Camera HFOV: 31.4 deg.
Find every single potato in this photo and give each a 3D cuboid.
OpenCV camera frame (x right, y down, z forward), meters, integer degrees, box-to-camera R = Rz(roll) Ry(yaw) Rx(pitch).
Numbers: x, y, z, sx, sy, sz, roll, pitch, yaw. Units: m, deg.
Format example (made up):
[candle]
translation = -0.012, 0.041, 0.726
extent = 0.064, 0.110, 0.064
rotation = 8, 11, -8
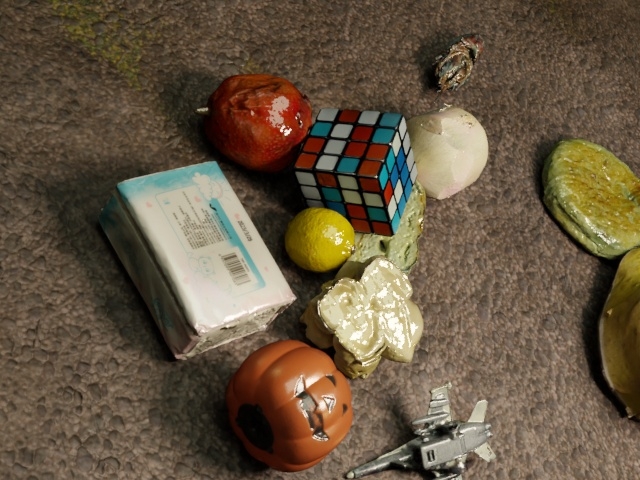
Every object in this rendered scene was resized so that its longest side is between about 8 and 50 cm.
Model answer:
[potato]
translation = 0.706, 0.154, 2.059
extent = 0.290, 0.296, 0.397
rotation = 47, 54, -11

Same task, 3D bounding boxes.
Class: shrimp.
[shrimp]
translation = 0.268, -0.342, 2.292
extent = 0.233, 0.079, 0.090
rotation = -59, 136, -38

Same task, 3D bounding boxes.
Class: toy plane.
[toy plane]
translation = 0.164, 0.333, 1.778
extent = 0.262, 0.088, 0.192
rotation = -15, 96, -33

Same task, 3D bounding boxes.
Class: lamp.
[lamp]
translation = -0.039, 0.235, 1.655
extent = 0.164, 0.187, 0.188
rotation = -31, 79, -41

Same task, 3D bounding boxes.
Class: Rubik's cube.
[Rubik's cube]
translation = 0.061, -0.115, 1.912
extent = 0.155, 0.154, 0.151
rotation = 7, 52, 22

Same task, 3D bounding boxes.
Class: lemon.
[lemon]
translation = 0.000, 0.000, 1.875
extent = 0.133, 0.109, 0.109
rotation = 21, 42, 26

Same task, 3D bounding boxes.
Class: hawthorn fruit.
[hawthorn fruit]
translation = -0.101, -0.206, 1.925
extent = 0.179, 0.173, 0.173
rotation = 41, 48, 8

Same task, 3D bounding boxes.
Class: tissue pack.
[tissue pack]
translation = -0.191, 0.026, 1.741
extent = 0.201, 0.124, 0.271
rotation = -19, 71, -37

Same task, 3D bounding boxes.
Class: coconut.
[coconut]
translation = 0.213, -0.160, 2.072
extent = 0.171, 0.171, 0.183
rotation = 53, 38, 9

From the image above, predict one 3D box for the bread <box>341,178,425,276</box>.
[bread]
translation = 0.115, -0.017, 1.973
extent = 0.128, 0.088, 0.232
rotation = 7, 53, 9

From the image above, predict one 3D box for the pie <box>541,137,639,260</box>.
[pie]
translation = 0.561, -0.084, 2.302
extent = 0.277, 0.078, 0.277
rotation = 15, 50, -18

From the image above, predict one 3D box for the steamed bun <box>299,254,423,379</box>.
[steamed bun]
translation = 0.070, 0.131, 1.844
extent = 0.177, 0.106, 0.192
rotation = -41, 98, -28
